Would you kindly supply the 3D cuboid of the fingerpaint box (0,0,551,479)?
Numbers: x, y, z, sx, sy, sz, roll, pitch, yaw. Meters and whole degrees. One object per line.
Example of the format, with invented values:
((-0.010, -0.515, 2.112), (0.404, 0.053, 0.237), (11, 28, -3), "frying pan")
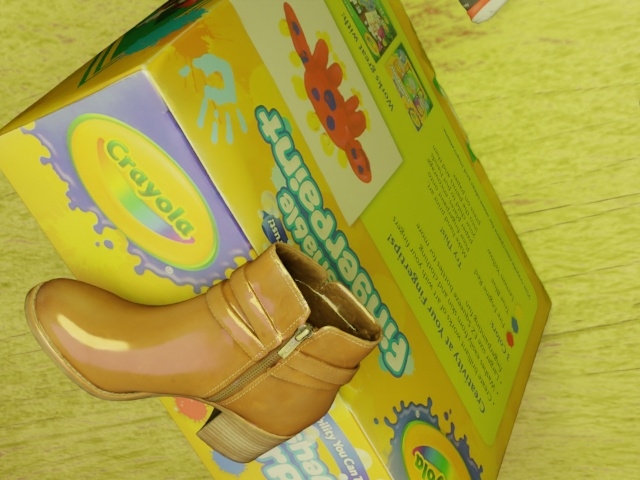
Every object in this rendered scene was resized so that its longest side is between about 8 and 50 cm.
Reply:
((0.000, 0.000, 0.872), (0.163, 0.371, 0.444), (-17, 114, 32), "fingerpaint box")

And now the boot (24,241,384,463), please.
((-0.071, 0.049, 0.657), (0.197, 0.073, 0.152), (31, 128, -16), "boot")

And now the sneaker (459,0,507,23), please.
((0.157, -0.241, 0.838), (0.065, 0.061, 0.158), (46, 128, -2), "sneaker")
